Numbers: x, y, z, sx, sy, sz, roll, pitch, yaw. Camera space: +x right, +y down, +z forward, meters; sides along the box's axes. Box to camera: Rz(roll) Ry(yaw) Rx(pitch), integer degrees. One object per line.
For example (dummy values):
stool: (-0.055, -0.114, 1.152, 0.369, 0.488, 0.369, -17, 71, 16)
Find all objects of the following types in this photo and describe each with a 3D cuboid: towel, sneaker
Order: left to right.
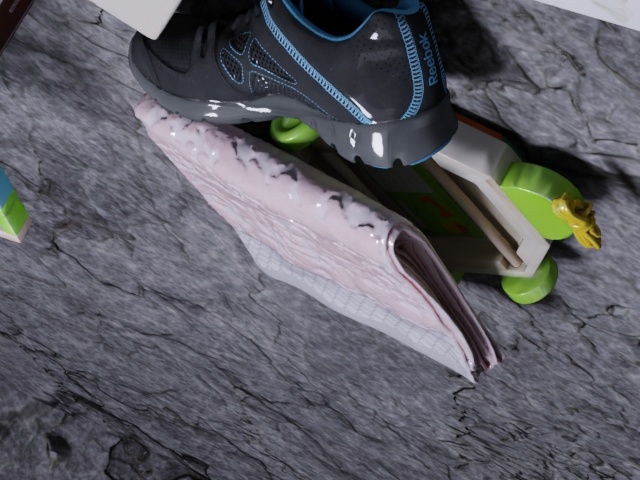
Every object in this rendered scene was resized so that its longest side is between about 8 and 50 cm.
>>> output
sneaker: (-0.029, -0.169, 1.604, 0.341, 0.125, 0.139, 15, 127, 35)
towel: (0.000, 0.000, 1.826, 0.332, 0.053, 0.317, 27, 165, 34)

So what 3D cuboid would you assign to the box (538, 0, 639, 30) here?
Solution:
box: (0.194, -0.198, 1.313, 0.324, 0.067, 0.063, 18, 157, 18)

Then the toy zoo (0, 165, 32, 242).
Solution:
toy zoo: (-0.403, -0.103, 1.788, 0.192, 0.030, 0.293, 18, 157, 19)

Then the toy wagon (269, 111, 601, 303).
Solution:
toy wagon: (0.122, -0.040, 1.733, 0.344, 0.068, 0.267, 3, 148, 44)

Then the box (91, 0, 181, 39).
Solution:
box: (-0.111, -0.267, 1.448, 0.094, 0.113, 0.275, 31, 156, -8)

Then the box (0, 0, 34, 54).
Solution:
box: (-0.420, -0.202, 1.854, 0.168, 0.167, 0.203, 35, 156, -20)
